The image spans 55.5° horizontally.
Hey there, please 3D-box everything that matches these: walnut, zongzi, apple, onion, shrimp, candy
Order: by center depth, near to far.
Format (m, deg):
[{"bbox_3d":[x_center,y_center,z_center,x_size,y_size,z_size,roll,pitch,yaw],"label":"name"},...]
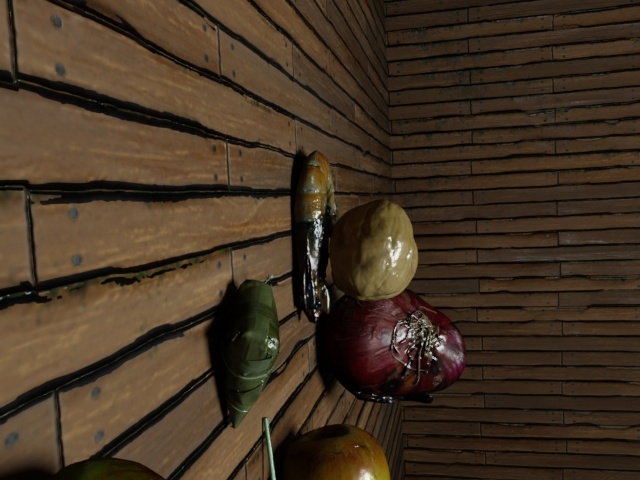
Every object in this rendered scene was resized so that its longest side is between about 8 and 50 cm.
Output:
[{"bbox_3d":[-0.085,0.113,0.689,0.154,0.062,0.131,-102,-157,-59],"label":"zongzi"},{"bbox_3d":[-0.058,0.317,0.768,0.055,0.049,0.185,151,-69,-69],"label":"candy"},{"bbox_3d":[0.017,0.339,0.836,0.163,0.146,0.147,163,-85,-70],"label":"apple"},{"bbox_3d":[0.086,0.017,0.973,0.166,0.149,0.167,-161,-90,-83],"label":"walnut"},{"bbox_3d":[0.000,0.000,1.039,0.222,0.054,0.291,48,42,-73],"label":"shrimp"},{"bbox_3d":[0.139,0.194,1.147,0.281,0.280,0.221,66,28,-59],"label":"onion"}]

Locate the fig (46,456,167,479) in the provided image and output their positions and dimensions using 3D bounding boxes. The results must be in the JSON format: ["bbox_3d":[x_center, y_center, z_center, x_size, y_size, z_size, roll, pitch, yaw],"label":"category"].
[{"bbox_3d":[-0.123,0.171,0.329,0.155,0.103,0.109,84,-12,-58],"label":"fig"}]

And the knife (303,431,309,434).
[{"bbox_3d":[-0.028,0.389,0.894,0.064,0.031,0.222,80,15,-48],"label":"knife"}]
